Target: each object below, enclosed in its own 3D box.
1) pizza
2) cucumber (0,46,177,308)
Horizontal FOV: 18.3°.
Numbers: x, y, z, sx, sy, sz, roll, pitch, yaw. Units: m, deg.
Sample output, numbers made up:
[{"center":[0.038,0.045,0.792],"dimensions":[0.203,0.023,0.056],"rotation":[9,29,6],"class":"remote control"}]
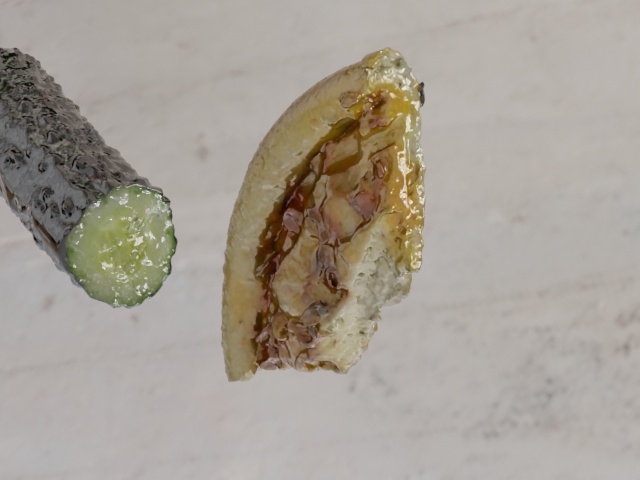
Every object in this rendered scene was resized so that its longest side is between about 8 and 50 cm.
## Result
[{"center":[0.000,0.000,1.595],"dimensions":[0.182,0.074,0.365],"rotation":[59,139,27],"class":"pizza"},{"center":[-0.160,-0.049,1.147],"dimensions":[0.072,0.300,0.072],"rotation":[-10,116,-22],"class":"cucumber"}]
